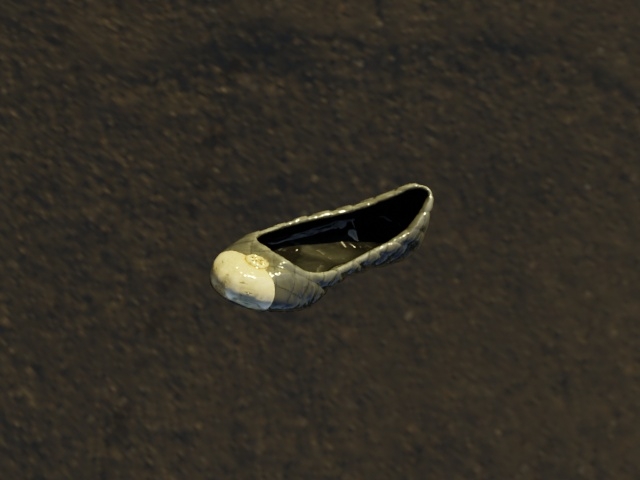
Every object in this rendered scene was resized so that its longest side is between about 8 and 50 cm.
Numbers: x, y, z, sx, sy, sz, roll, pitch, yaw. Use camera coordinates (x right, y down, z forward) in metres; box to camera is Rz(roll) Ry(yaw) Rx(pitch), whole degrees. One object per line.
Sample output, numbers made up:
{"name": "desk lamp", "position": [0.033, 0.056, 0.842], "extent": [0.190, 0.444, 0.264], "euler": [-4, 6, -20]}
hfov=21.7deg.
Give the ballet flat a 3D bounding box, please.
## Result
{"name": "ballet flat", "position": [0.000, 0.000, 0.939], "extent": [0.173, 0.057, 0.049], "euler": [-21, 145, -49]}
